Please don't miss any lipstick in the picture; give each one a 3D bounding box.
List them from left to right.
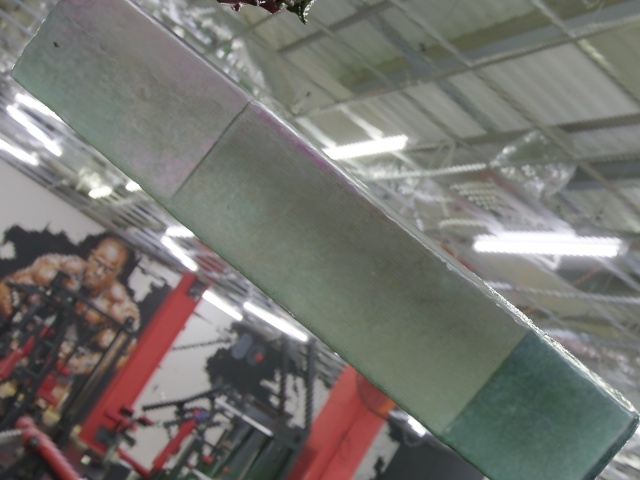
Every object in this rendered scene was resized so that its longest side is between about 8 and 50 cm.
[{"bbox_3d":[0.000,0.000,0.437,0.317,0.068,0.066,39,7,4],"label":"lipstick"}]

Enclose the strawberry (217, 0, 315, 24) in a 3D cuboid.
[{"bbox_3d":[-0.069,-0.380,1.041,0.280,0.253,0.150,31,-8,-8],"label":"strawberry"}]
